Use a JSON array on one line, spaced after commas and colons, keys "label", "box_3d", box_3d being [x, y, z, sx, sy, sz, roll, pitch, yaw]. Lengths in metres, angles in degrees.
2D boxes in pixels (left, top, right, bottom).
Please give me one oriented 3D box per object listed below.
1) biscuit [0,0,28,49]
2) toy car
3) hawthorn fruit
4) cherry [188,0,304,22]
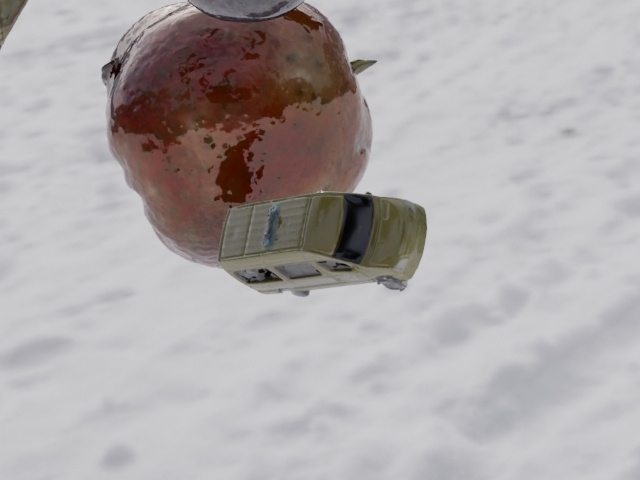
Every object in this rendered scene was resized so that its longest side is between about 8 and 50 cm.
[{"label": "biscuit", "box_3d": [-0.243, -0.113, 1.100, 0.031, 0.176, 0.228, 30, 10, -14]}, {"label": "toy car", "box_3d": [0.000, 0.000, 1.914, 0.256, 0.101, 0.124, -8, -26, 44]}, {"label": "hawthorn fruit", "box_3d": [-0.098, -0.167, 2.266, 0.402, 0.403, 0.403, -9, 22, 4]}, {"label": "cherry", "box_3d": [-0.079, -0.302, 1.736, 0.176, 0.140, 0.176, -1, 2, 0]}]
